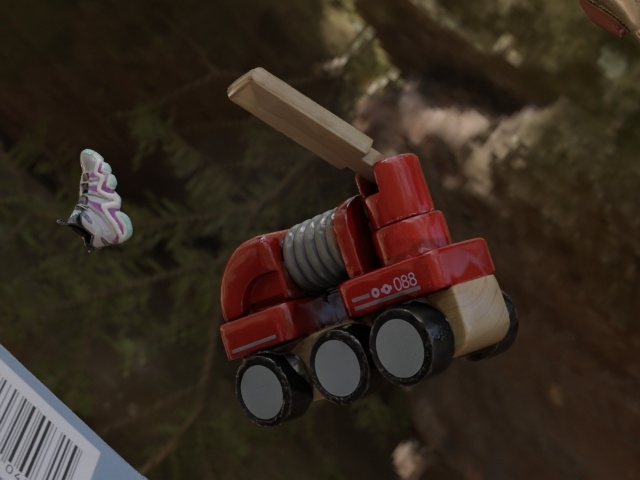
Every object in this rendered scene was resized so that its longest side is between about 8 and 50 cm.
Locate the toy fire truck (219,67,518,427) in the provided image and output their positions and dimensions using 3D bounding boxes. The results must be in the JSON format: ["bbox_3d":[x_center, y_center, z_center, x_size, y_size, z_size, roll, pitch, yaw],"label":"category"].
[{"bbox_3d":[0.000,0.000,1.230,0.217,0.158,0.246,-21,-96,40],"label":"toy fire truck"}]

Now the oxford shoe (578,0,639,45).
[{"bbox_3d":[0.260,-0.209,1.230,0.130,0.123,0.348,49,-5,-27],"label":"oxford shoe"}]

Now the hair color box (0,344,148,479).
[{"bbox_3d":[-0.278,0.201,0.828,0.185,0.374,0.113,46,19,-14],"label":"hair color box"}]

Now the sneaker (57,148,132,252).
[{"bbox_3d":[-0.231,-0.036,1.604,0.038,0.069,0.098,-20,-86,58],"label":"sneaker"}]
